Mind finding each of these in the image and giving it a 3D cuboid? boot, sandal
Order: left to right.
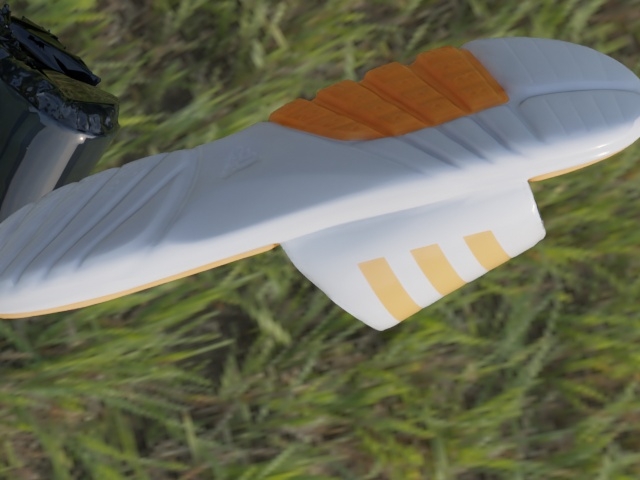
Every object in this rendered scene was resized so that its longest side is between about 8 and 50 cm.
[{"bbox_3d":[-0.176,0.014,0.945,0.094,0.207,0.246,23,23,-30],"label":"boot"},{"bbox_3d":[-0.001,-0.005,0.728,0.102,0.265,0.076,-93,165,-61],"label":"sandal"}]
